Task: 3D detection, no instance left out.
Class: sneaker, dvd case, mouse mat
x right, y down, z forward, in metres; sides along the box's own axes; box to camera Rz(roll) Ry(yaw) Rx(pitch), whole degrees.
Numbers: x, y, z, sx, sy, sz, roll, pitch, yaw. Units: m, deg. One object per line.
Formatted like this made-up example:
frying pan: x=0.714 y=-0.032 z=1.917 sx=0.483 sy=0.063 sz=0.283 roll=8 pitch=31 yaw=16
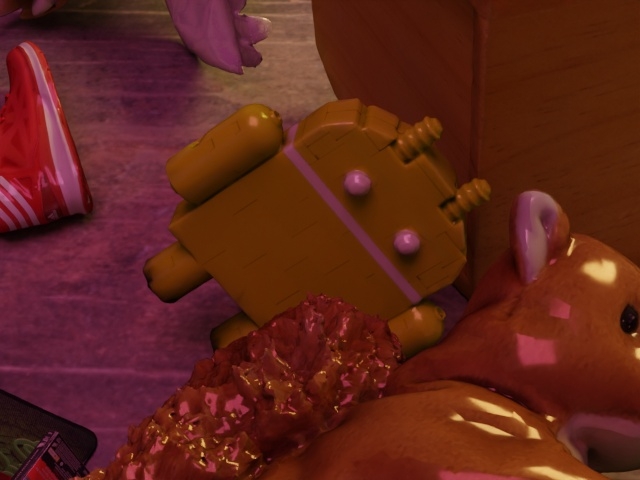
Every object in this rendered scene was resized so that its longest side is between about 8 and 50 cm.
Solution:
sneaker: x=-0.306 y=-0.100 z=1.142 sx=0.128 sy=0.087 sz=0.221 roll=-19 pitch=50 yaw=-11
dvd case: x=-0.213 y=0.212 z=0.878 sx=0.013 sy=0.087 sz=0.119 roll=9 pitch=51 yaw=34
mouse mat: x=-0.295 y=0.183 z=0.962 sx=0.190 sy=0.007 sz=0.152 roll=20 pitch=56 yaw=20

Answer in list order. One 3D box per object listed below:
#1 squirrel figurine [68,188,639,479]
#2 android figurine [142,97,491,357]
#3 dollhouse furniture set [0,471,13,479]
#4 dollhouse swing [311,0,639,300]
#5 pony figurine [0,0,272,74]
squirrel figurine: x=0.054 y=0.137 z=0.774 sx=0.397 sy=0.281 sz=0.370 roll=18 pitch=64 yaw=29
android figurine: x=0.000 y=0.000 z=0.925 sx=0.273 sy=0.248 sz=0.056 roll=-29 pitch=23 yaw=24
dollhouse furniture set: x=-0.422 y=0.145 z=0.884 sx=0.374 sy=0.201 sz=0.152 roll=14 pitch=57 yaw=25
dollhouse swing: x=0.170 y=-0.179 z=0.988 sx=0.315 sy=0.347 sz=0.305 roll=-12 pitch=50 yaw=-4
pony figurine: x=-0.157 y=-0.344 z=1.239 sx=0.363 sy=0.303 sz=0.351 roll=-43 pitch=27 yaw=-21
